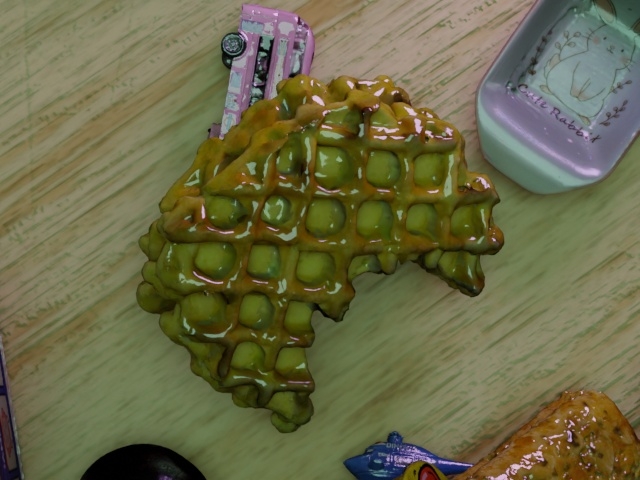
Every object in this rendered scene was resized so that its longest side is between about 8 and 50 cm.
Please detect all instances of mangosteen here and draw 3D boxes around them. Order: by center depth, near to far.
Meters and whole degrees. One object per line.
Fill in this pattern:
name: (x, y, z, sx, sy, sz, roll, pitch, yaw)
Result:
mangosteen: (-0.161, 0.254, 1.321, 0.137, 0.151, 0.137, 1, 101, 6)

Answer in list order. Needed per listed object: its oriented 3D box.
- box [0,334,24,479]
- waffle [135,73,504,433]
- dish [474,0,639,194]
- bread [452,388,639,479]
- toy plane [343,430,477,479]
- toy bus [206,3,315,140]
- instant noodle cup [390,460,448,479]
box: (-0.444, 0.195, 1.263, 0.348, 0.257, 0.319, -11, 87, -4)
waffle: (0.000, 0.000, 1.318, 0.324, 0.151, 0.261, -38, 124, -8)
dish: (0.245, -0.152, 1.418, 0.154, 0.064, 0.234, 36, 83, 1)
bread: (0.208, 0.219, 1.336, 0.211, 0.083, 0.114, -32, 90, -39)
toy plane: (0.105, 0.211, 1.391, 0.167, 0.054, 0.062, 3, 59, -2)
toy bus: (-0.060, -0.120, 1.403, 0.090, 0.063, 0.203, 10, 84, -2)
instant noodle cup: (0.053, 0.303, 1.311, 0.144, 0.182, 0.182, -22, 86, 23)
